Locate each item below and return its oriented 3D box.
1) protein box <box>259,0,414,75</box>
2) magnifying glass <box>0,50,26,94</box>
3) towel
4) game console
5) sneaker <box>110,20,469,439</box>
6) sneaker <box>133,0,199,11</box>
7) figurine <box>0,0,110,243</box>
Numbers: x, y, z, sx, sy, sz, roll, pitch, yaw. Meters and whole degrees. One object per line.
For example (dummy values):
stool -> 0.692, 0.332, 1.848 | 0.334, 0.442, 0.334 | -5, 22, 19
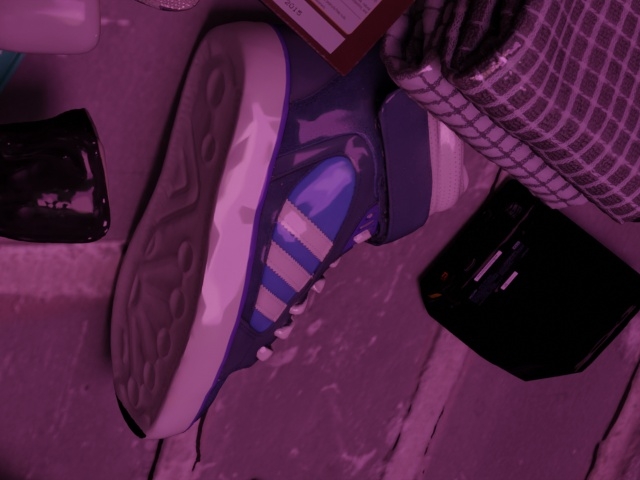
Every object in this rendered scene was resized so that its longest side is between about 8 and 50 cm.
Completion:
protein box -> -0.002, -0.245, 1.050 | 0.201, 0.200, 0.136 | -46, 137, 5
magnifying glass -> -0.222, -0.092, 1.145 | 0.092, 0.026, 0.231 | -7, 128, -31
towel -> 0.180, -0.182, 1.217 | 0.235, 0.121, 0.283 | 31, 76, -45
game console -> 0.252, -0.039, 1.514 | 0.361, 0.044, 0.213 | -48, 138, 8
sneaker -> 0.000, -0.001, 1.297 | 0.236, 0.130, 0.322 | 3, 116, -32
sneaker -> -0.115, -0.175, 1.130 | 0.052, 0.058, 0.135 | -47, 137, 5
figurine -> -0.235, -0.087, 1.071 | 0.209, 0.092, 0.215 | -7, 126, -13
